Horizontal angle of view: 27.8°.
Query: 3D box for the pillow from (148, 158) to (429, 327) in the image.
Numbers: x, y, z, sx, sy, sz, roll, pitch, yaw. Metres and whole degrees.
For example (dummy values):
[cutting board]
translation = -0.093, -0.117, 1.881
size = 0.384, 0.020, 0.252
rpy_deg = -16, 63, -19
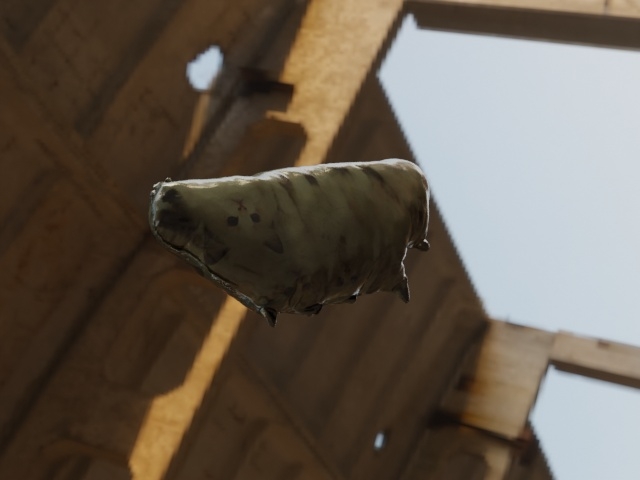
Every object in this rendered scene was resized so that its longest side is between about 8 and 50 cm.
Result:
[pillow]
translation = -0.001, 0.001, 0.744
size = 0.241, 0.051, 0.093
rpy_deg = -8, -111, -51
